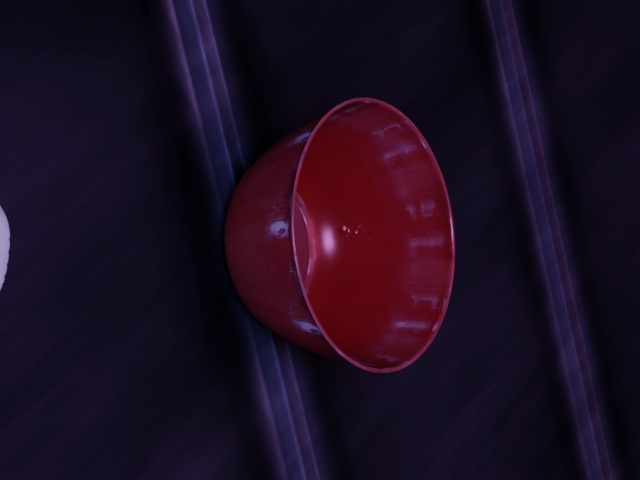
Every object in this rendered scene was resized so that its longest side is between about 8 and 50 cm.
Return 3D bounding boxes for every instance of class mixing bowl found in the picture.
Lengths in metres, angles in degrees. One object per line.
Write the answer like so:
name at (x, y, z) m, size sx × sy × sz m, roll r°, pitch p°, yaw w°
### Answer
mixing bowl at (0.000, 0.000, 1.337) m, size 0.181 × 0.098 × 0.181 m, roll 10°, pitch 77°, yaw -52°

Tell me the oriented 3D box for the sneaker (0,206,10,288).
sneaker at (-0.218, -0.036, 1.088) m, size 0.085 × 0.058 × 0.152 m, roll 7°, pitch 76°, yaw -58°
